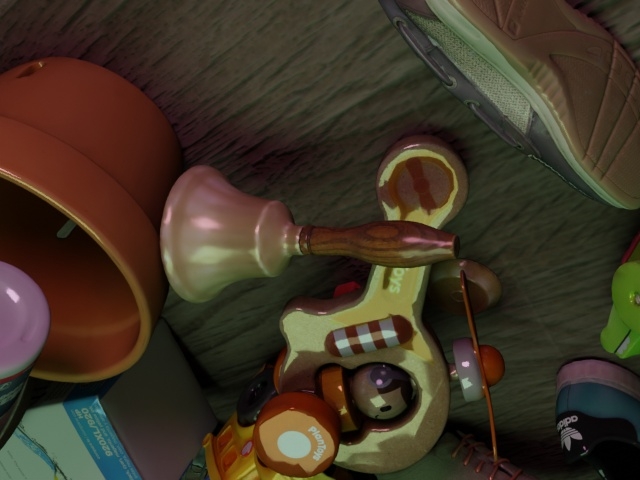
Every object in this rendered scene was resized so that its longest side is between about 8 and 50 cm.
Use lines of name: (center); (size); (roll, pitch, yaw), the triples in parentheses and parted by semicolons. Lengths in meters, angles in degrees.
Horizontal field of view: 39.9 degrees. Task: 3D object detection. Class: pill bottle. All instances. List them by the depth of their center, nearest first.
pill bottle: (-0.305, 0.103, 0.759); (0.108, 0.108, 0.180); (30, 138, -10)

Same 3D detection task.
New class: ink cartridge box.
ink cartridge box: (-0.287, 0.227, 1.096); (0.233, 0.171, 0.168); (-14, 111, 25)

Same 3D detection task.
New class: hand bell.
hand bell: (0.000, 0.000, 0.749); (0.242, 0.126, 0.126); (3, 135, 25)

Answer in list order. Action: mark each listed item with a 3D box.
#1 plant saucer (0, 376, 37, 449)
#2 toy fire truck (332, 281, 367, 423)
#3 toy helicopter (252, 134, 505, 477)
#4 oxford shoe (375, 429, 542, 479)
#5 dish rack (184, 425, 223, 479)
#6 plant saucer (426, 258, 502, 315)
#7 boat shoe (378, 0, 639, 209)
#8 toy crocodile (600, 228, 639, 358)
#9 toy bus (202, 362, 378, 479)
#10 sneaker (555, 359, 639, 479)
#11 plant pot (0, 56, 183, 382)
plant saucer: (-0.435, 0.155, 1.046); (0.311, 0.310, 0.050); (-9, 153, 29)
toy fire truck: (0.042, 0.138, 1.006); (0.135, 0.047, 0.192); (-22, 124, 35)
toy helicopter: (0.081, 0.075, 0.832); (0.235, 0.140, 0.355); (13, 114, 3)
oxford shoe: (0.186, 0.301, 1.031); (0.397, 0.140, 0.146); (-8, 88, 32)
dish rack: (-0.142, 0.346, 1.139); (0.208, 0.271, 0.074); (18, 119, 0)
plant saucer: (0.143, 0.053, 0.902); (0.083, 0.015, 0.083); (11, 137, 10)
boat shoe: (0.155, -0.122, 0.663); (0.285, 0.102, 0.092); (36, 160, -30)
toy crocodile: (0.308, -0.014, 0.708); (0.115, 0.105, 0.340); (-14, 145, -15)
toy bus: (-0.063, 0.281, 1.018); (0.211, 0.220, 0.149); (-44, 112, 3)
sneaker: (0.374, 0.246, 0.933); (0.302, 0.121, 0.108); (27, 138, -7)
plant pot: (-0.259, -0.035, 0.829); (0.291, 0.203, 0.290); (10, 137, 10)
